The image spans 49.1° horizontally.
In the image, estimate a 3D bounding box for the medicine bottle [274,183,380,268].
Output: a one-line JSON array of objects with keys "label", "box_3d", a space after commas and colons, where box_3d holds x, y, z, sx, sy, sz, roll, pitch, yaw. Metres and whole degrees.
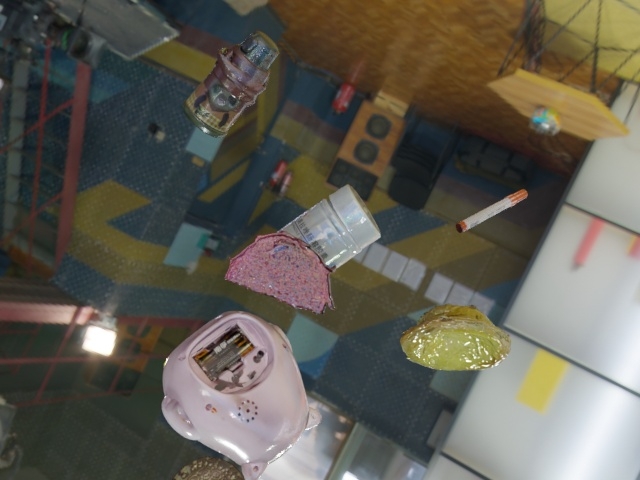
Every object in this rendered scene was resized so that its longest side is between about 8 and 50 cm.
[{"label": "medicine bottle", "box_3d": [0.000, 0.000, 2.042, 0.190, 0.332, 0.190, 54, -174, -8]}]

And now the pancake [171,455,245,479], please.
[{"label": "pancake", "box_3d": [-0.245, 0.562, 1.505, 0.199, 0.199, 0.021, 27, 151, 26]}]

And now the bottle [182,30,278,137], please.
[{"label": "bottle", "box_3d": [-0.215, -0.391, 1.704, 0.143, 0.271, 0.156, 52, -160, 28]}]

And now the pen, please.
[{"label": "pen", "box_3d": [0.423, -0.074, 1.719, 0.239, 0.028, 0.028, -26, -147, -28]}]

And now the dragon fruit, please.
[{"label": "dragon fruit", "box_3d": [-0.073, 0.065, 1.663, 0.274, 0.161, 0.126, 19, -179, 3]}]

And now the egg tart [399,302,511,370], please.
[{"label": "egg tart", "box_3d": [0.373, 0.264, 1.939, 0.315, 0.120, 0.315, 5, 146, 4]}]

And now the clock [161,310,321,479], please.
[{"label": "clock", "box_3d": [-0.193, 0.371, 1.739, 0.377, 0.368, 0.250, 49, 147, 8]}]
